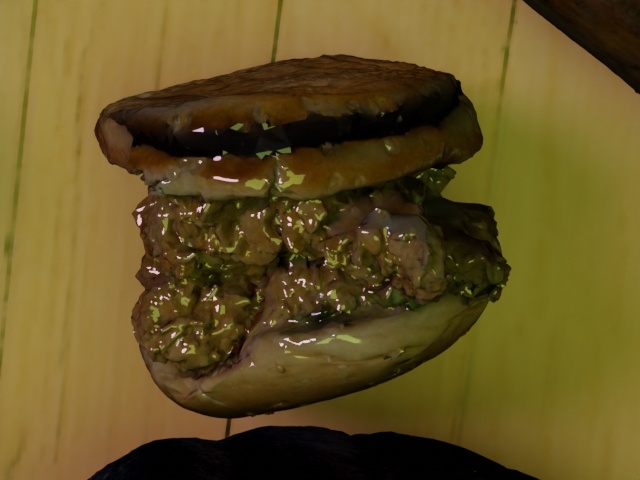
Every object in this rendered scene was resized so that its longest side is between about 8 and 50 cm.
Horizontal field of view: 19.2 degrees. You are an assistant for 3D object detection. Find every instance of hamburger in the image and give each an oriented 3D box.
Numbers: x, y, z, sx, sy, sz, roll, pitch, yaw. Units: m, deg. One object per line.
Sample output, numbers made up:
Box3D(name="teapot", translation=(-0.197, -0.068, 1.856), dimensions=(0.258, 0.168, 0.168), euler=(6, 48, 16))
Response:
Box3D(name="hamburger", translation=(0.000, 0.000, 0.719), dimensions=(0.159, 0.185, 0.131), euler=(-12, 100, -24))

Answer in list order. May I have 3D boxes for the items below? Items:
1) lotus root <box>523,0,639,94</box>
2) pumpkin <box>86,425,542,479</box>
Box3D(name="lotus root", translation=(0.154, -0.115, 0.750), dimensions=(0.241, 0.123, 0.124), euler=(33, 123, -18))
Box3D(name="pumpkin", translation=(0.008, 0.250, 0.724), dimensions=(0.363, 0.266, 0.363), euler=(-2, 98, -14))
